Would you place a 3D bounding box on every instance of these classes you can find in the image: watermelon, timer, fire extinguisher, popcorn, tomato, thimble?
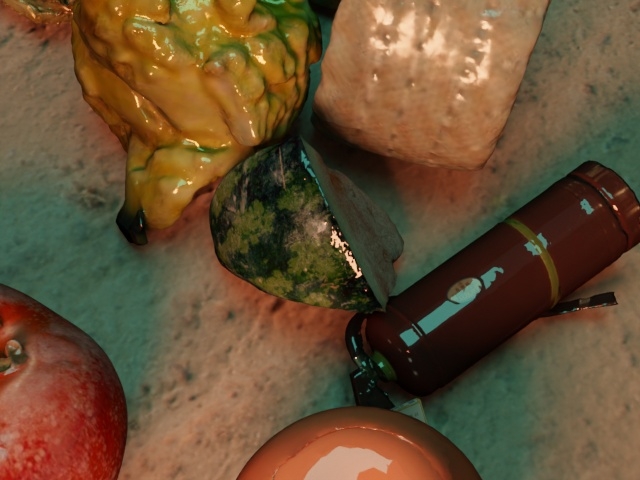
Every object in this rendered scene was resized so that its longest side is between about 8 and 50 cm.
[{"bbox_3d":[-0.014,0.013,1.347,0.202,0.207,0.136,28,63,-33],"label":"watermelon"},{"bbox_3d":[0.031,0.251,1.135,0.230,0.215,0.229,-2,57,3],"label":"timer"},{"bbox_3d":[0.158,0.065,1.332,0.341,0.105,0.141,-35,85,-16],"label":"fire extinguisher"},{"bbox_3d":[-0.118,-0.188,1.384,0.237,0.293,0.293,-19,60,-21],"label":"popcorn"},{"bbox_3d":[-0.297,0.169,1.155,0.270,0.227,0.270,9,38,-7],"label":"tomato"},{"bbox_3d":[0.113,-0.221,1.411,0.195,0.291,0.291,17,57,-1],"label":"thimble"}]

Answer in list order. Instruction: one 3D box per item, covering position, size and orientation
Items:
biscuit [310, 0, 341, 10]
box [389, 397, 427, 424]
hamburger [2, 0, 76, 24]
[{"bbox_3d":[0.076,-0.362,1.634,0.273,0.049,0.257,-17,57,-16],"label":"biscuit"},{"bbox_3d":[0.080,0.188,1.266,0.046,0.012,0.083,-21,102,-17],"label":"box"},{"bbox_3d":[-0.266,-0.334,1.552,0.189,0.122,0.215,41,59,13],"label":"hamburger"}]
